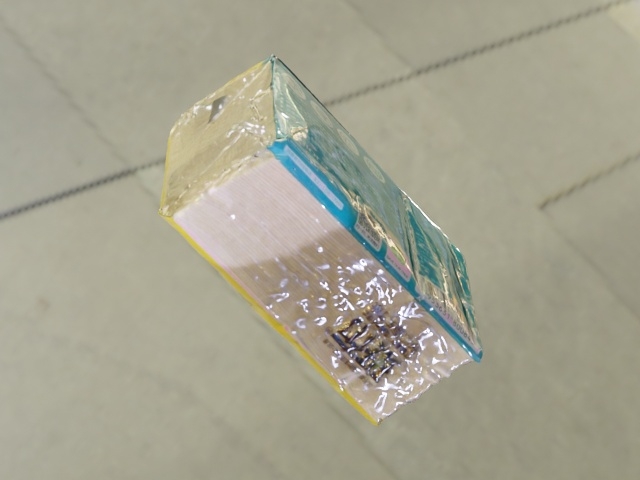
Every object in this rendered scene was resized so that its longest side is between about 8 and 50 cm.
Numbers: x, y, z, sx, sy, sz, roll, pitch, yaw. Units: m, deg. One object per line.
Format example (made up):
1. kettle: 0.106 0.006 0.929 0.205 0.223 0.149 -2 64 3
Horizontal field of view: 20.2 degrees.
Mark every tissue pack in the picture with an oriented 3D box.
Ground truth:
1. tissue pack: 0.000 0.000 0.938 0.169 0.082 0.120 46 18 -23
